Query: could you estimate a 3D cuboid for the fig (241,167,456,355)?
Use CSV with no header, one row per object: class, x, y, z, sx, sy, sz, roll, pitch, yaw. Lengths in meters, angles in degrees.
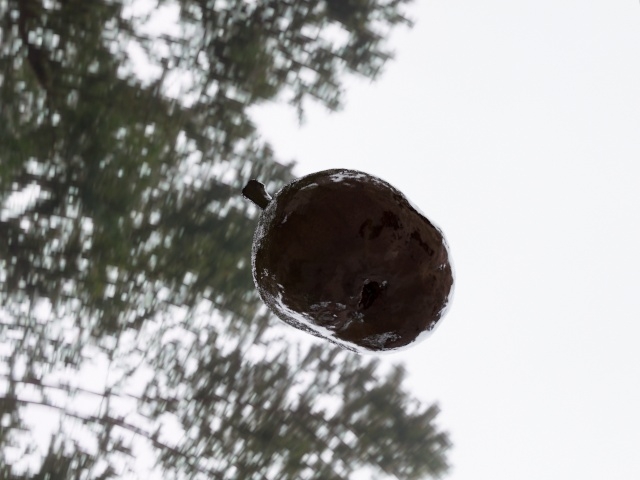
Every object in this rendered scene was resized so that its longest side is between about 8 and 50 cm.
fig,-0.002,0.001,1.263,0.170,0.274,0.145,33,-90,-32
